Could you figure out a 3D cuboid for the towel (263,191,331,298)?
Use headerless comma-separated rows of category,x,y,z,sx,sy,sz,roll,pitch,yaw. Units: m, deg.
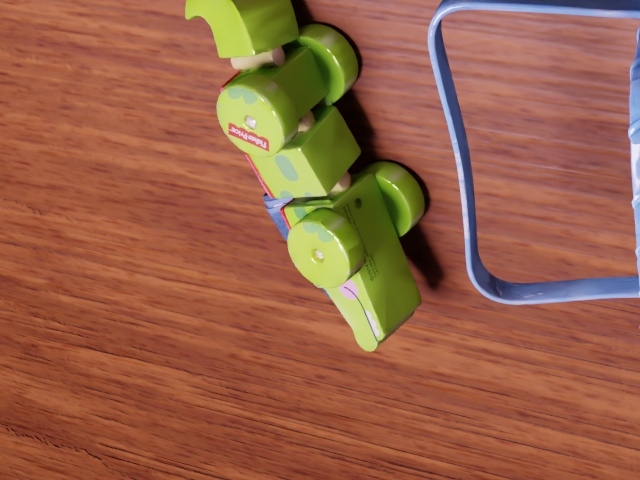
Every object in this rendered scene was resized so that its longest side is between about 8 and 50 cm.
towel,0.000,0.000,1.619,0.067,0.029,0.119,-19,114,45

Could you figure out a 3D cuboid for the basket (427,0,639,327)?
basket,0.229,-0.064,1.269,0.289,0.201,0.255,2,128,23

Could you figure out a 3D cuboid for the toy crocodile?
toy crocodile,-0.010,-0.064,1.509,0.105,0.115,0.341,-4,121,44
